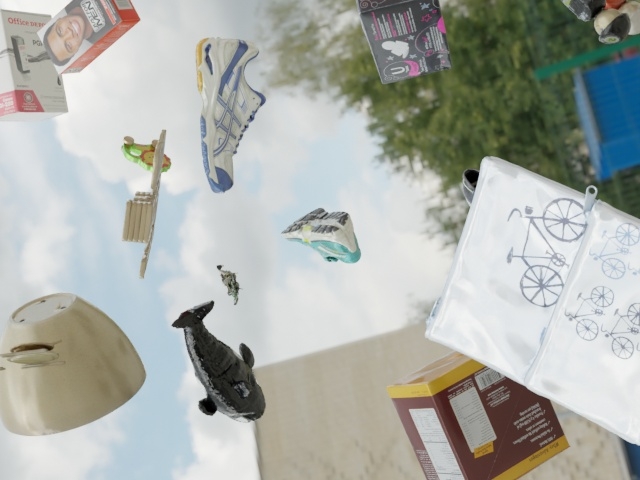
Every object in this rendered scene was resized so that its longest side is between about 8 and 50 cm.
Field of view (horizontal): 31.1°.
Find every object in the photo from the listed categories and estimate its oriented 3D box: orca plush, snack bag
[{"bbox_3d":[-0.156,0.236,2.107,0.151,0.102,0.287,-36,-57,-37],"label":"orca plush"},{"bbox_3d":[0.319,0.077,1.517,0.037,0.343,0.323,-38,-31,-51],"label":"snack bag"}]

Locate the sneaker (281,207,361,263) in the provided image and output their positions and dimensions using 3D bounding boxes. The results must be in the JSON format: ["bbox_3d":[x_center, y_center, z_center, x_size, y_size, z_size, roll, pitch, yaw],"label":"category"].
[{"bbox_3d":[0.000,0.000,2.522,0.110,0.107,0.275,62,162,-18],"label":"sneaker"}]

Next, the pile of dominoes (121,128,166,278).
[{"bbox_3d":[-0.268,-0.064,1.744,0.251,0.040,0.195,-110,28,-75],"label":"pile of dominoes"}]

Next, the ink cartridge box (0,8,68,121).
[{"bbox_3d":[-0.623,-0.362,2.391,0.159,0.092,0.217,-11,-91,-61],"label":"ink cartridge box"}]

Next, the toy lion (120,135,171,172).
[{"bbox_3d":[-0.369,-0.178,2.447,0.096,0.100,0.034,-112,36,-46],"label":"toy lion"}]

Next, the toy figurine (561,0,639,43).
[{"bbox_3d":[0.510,-0.437,1.887,0.148,0.209,0.213,47,-149,12],"label":"toy figurine"}]

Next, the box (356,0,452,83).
[{"bbox_3d":[0.143,-0.421,2.069,0.247,0.142,0.163,62,-162,-65],"label":"box"}]

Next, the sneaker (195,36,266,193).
[{"bbox_3d":[-0.166,-0.235,2.177,0.112,0.131,0.296,-125,32,-76],"label":"sneaker"}]

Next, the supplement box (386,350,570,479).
[{"bbox_3d":[0.242,0.270,1.768,0.129,0.191,0.194,-19,95,63],"label":"supplement box"}]

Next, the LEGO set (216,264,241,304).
[{"bbox_3d":[-0.114,0.052,1.476,0.083,0.023,0.054,-126,15,-74],"label":"LEGO set"}]

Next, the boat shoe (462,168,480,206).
[{"bbox_3d":[0.323,-0.081,2.205,0.065,0.075,0.206,66,174,-27],"label":"boat shoe"}]

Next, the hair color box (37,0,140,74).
[{"bbox_3d":[-0.317,-0.292,1.570,0.043,0.141,0.072,-21,-99,-56],"label":"hair color box"}]

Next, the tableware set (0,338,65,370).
[{"bbox_3d":[-0.544,0.191,1.960,0.128,0.194,0.039,82,-178,-74],"label":"tableware set"}]

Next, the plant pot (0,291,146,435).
[{"bbox_3d":[-0.490,0.209,2.161,0.284,0.284,0.190,-68,-34,-66],"label":"plant pot"}]
